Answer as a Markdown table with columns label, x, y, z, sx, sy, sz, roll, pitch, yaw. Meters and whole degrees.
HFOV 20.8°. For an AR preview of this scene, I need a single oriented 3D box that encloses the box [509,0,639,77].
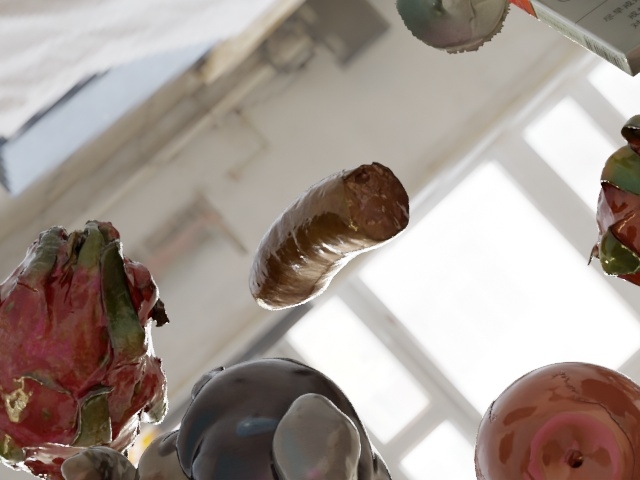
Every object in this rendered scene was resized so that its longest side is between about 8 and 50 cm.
| label | x | y | z | sx | sy | sz | roll | pitch | yaw |
| --- | --- | --- | --- | --- | --- | --- | --- | --- | --- |
| box | 0.292 | -0.251 | 1.742 | 0.139 | 0.035 | 0.245 | -36 | -144 | -8 |

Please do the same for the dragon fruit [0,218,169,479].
| label | x | y | z | sx | sy | sz | roll | pitch | yaw |
| --- | --- | --- | --- | --- | --- | --- | --- | --- | --- |
| dragon fruit | -0.282 | 0.125 | 1.940 | 0.237 | 0.231 | 0.302 | -35 | 131 | -69 |

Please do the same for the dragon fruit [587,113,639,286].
| label | x | y | z | sx | sy | sz | roll | pitch | yaw |
| --- | --- | --- | --- | --- | --- | --- | --- | --- | --- |
| dragon fruit | 0.414 | -0.024 | 1.924 | 0.224 | 0.224 | 0.227 | -39 | -152 | -29 |

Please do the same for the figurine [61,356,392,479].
| label | x | y | z | sx | sy | sz | roll | pitch | yaw |
| --- | --- | --- | --- | --- | --- | --- | --- | --- | --- |
| figurine | -0.120 | 0.209 | 1.411 | 0.365 | 0.206 | 0.218 | -10 | -153 | 13 |

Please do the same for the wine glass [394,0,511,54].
| label | x | y | z | sx | sy | sz | roll | pitch | yaw |
| --- | --- | --- | --- | --- | --- | --- | --- | --- | --- |
| wine glass | 0.134 | -0.320 | 1.922 | 0.143 | 0.143 | 0.321 | -43 | 163 | -2 |

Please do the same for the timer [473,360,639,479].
| label | x | y | z | sx | sy | sz | roll | pitch | yaw |
| --- | --- | --- | --- | --- | --- | --- | --- | --- | --- |
| timer | 0.290 | 0.252 | 2.000 | 0.229 | 0.229 | 0.215 | -43 | 170 | -1 |

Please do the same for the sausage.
| label | x | y | z | sx | sy | sz | roll | pitch | yaw |
| --- | --- | --- | --- | --- | --- | --- | --- | --- | --- |
| sausage | -0.002 | 0.000 | 1.960 | 0.109 | 0.109 | 0.270 | -38 | 177 | -37 |
